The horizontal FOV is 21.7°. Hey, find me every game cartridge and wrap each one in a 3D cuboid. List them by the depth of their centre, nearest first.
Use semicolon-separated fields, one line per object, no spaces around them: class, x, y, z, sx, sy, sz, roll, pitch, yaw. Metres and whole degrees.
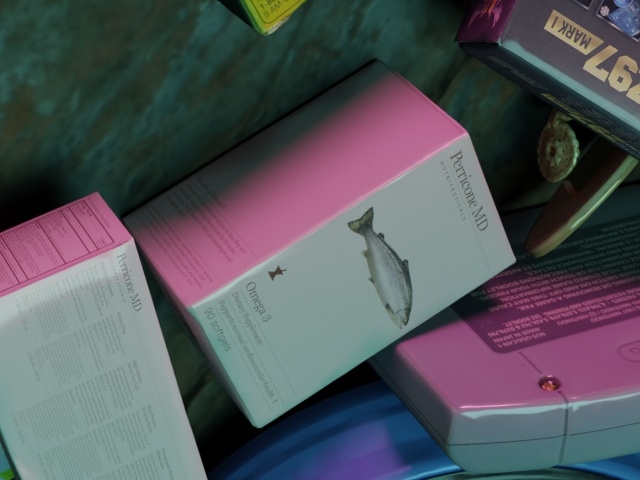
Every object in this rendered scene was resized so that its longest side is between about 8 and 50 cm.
game cartridge;0.172;0.046;1.010;0.297;0.198;0.062;-13;129;-22

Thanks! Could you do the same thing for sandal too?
sandal;0.181;-0.103;1.020;0.079;0.088;0.240;44;85;-9

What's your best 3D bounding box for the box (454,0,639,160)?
box;0.215;-0.136;0.948;0.232;0.059;0.183;28;85;-22

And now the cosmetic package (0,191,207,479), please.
cosmetic package;-0.126;0.097;0.912;0.099;0.060;0.239;-23;128;-14

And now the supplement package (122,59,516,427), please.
supplement package;0.000;0.000;0.944;0.179;0.105;0.105;-33;129;-8

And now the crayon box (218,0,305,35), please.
crayon box;-0.029;-0.274;0.748;0.202;0.081;0.318;-39;137;-9

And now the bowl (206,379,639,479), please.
bowl;0.079;0.251;1.102;0.391;0.077;0.391;-8;129;-10

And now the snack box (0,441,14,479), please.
snack box;-0.173;0.080;0.940;0.141;0.037;0.100;-28;130;-12
